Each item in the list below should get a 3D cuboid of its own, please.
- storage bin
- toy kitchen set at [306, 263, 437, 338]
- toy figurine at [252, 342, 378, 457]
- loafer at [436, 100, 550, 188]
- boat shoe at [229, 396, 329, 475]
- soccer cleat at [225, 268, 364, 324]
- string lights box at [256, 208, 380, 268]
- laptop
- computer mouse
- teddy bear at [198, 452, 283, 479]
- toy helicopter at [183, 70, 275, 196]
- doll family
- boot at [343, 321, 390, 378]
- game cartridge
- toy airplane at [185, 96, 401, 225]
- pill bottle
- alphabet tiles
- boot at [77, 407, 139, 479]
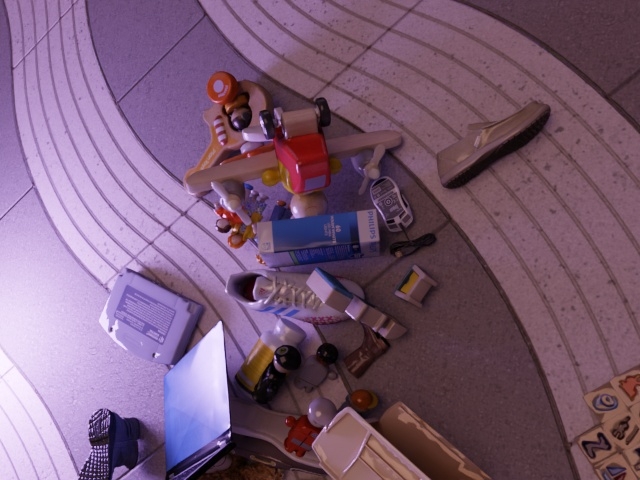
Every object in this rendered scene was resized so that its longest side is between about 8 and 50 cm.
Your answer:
[{"bbox_3d":[0.155,0.422,1.136,0.260,0.262,0.123,37,98,29],"label":"storage bin"},{"bbox_3d":[0.110,0.089,1.294,0.166,0.207,0.122,-56,26,3],"label":"toy kitchen set"},{"bbox_3d":[-0.011,0.319,1.273,0.213,0.210,0.148,51,121,31],"label":"toy figurine"},{"bbox_3d":[0.356,-0.217,1.288,0.269,0.102,0.092,-34,70,16],"label":"loafer"},{"bbox_3d":[-0.095,0.448,1.339,0.325,0.116,0.096,15,119,12],"label":"boat shoe"},{"bbox_3d":[-0.068,0.127,1.392,0.332,0.143,0.115,1,78,27],"label":"soccer cleat"},{"bbox_3d":[0.000,0.000,1.351,0.260,0.133,0.076,-7,73,4],"label":"string lights box"},{"bbox_3d":[-0.365,0.428,1.303,0.236,0.408,0.382,52,135,7],"label":"laptop"},{"bbox_3d":[0.177,-0.058,1.375,0.106,0.042,0.192,-30,71,23],"label":"computer mouse"},{"bbox_3d":[-0.196,0.591,1.360,0.245,0.113,0.337,-14,71,21],"label":"teddy bear"},{"bbox_3d":[-0.243,-0.252,1.611,0.235,0.140,0.355,44,110,20],"label":"toy helicopter"},{"bbox_3d":[-0.139,-0.028,1.503,0.263,0.118,0.163,23,82,12],"label":"doll family"},{"bbox_3d":[0.083,0.236,1.352,0.114,0.037,0.106,-47,59,15],"label":"boot"},{"bbox_3d":[-0.460,0.210,1.625,0.294,0.060,0.196,22,84,30],"label":"game cartridge"},{"bbox_3d":[-0.055,-0.172,1.385,0.386,0.384,0.272,-4,106,35],"label":"toy airplane"},{"bbox_3d":[-0.112,0.274,1.400,0.103,0.103,0.184,35,95,29],"label":"pill bottle"},{"bbox_3d":[0.642,0.341,1.052,0.343,0.011,0.285,-36,63,15],"label":"alphabet tiles"},{"bbox_3d":[-0.501,0.543,1.489,0.084,0.161,0.246,-11,58,16],"label":"boot"}]
